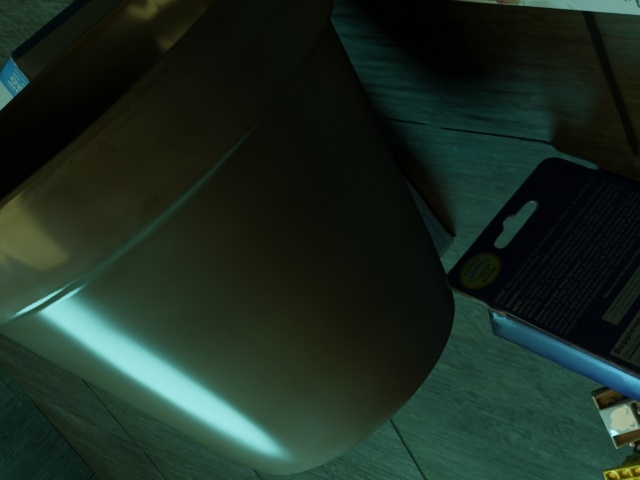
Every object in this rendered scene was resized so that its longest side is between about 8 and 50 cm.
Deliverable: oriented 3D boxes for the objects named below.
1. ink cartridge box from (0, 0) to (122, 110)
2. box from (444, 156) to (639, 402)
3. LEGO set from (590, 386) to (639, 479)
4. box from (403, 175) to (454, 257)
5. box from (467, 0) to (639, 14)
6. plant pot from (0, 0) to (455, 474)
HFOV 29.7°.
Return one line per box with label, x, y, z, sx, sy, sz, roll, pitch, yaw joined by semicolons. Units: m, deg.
ink cartridge box;-0.177;-0.113;1.051;0.168;0.171;0.233;48;155;-10
box;0.206;0.032;0.763;0.225;0.136;0.036;26;152;33
LEGO set;0.332;0.227;0.991;0.287;0.107;0.132;39;121;18
box;0.000;0.000;1.057;0.114;0.103;0.203;50;155;-18
box;0.124;-0.167;0.645;0.324;0.067;0.063;17;146;45
plant pot;-0.069;-0.003;0.799;0.280;0.323;0.323;49;155;-21
